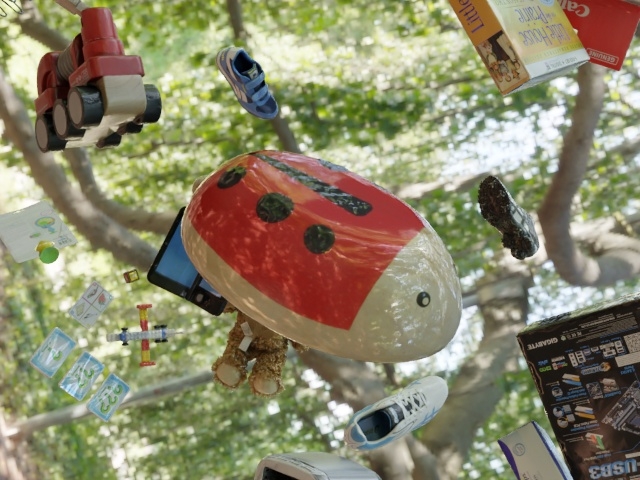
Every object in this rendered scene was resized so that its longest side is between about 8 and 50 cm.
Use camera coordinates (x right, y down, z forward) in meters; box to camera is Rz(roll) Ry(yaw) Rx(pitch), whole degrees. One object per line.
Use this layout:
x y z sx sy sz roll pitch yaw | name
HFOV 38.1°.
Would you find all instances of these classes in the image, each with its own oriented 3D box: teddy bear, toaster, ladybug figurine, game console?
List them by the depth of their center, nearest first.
0.000 0.000 1.305 0.449 0.305 0.162 26 -53 18 | ladybug figurine
-0.196 0.034 1.531 0.124 0.144 0.085 24 -3 43 | game console
-0.015 0.432 1.589 0.227 0.146 0.129 9 -94 45 | toaster
-0.131 0.190 2.112 0.113 0.245 0.338 36 51 -75 | teddy bear

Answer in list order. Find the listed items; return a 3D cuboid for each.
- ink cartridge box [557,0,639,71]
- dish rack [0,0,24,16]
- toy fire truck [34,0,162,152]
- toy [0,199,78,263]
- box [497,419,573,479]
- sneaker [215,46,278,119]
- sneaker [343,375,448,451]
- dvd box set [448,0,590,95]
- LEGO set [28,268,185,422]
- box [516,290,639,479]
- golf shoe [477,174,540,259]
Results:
0.468 -0.488 1.736 0.066 0.296 0.261 -15 125 -69 | ink cartridge box
-0.378 -0.315 1.063 0.074 0.271 0.208 43 22 0 | dish rack
-0.354 -0.263 1.310 0.217 0.158 0.246 -15 -95 55 | toy fire truck
-0.639 -0.006 2.071 0.237 0.136 0.056 35 -40 50 | toy
0.365 0.378 1.537 0.126 0.072 0.137 63 12 27 | box
-0.117 -0.263 1.555 0.144 0.053 0.059 50 -28 -22 | sneaker
0.151 0.327 1.752 0.085 0.237 0.086 61 -24 8 | sneaker
0.269 -0.446 1.505 0.062 0.307 0.420 -31 -94 36 | dvd box set
-0.364 0.172 1.635 0.182 0.244 0.060 45 -27 -21 | LEGO set
0.489 0.234 1.422 0.295 0.073 0.293 -23 -90 35 | box
0.409 -0.050 2.006 0.077 0.094 0.198 -33 -105 35 | golf shoe
